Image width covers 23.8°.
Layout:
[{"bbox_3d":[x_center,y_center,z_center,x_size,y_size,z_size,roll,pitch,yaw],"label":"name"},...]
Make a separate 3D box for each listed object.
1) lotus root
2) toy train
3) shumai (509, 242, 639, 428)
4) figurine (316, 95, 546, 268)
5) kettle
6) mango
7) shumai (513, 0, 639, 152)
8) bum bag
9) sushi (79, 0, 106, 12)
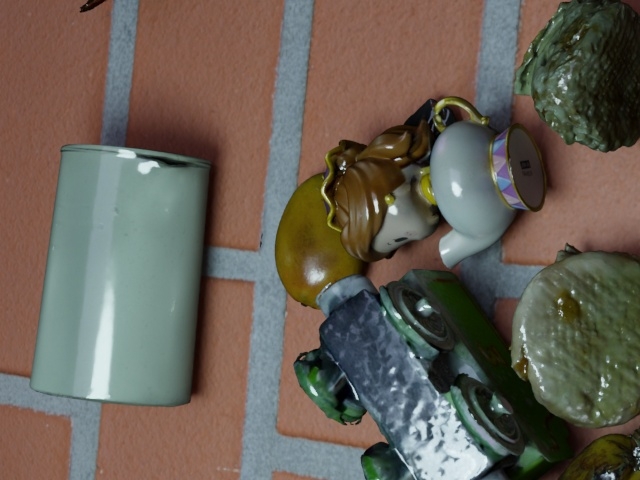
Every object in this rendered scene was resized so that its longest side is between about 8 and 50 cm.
[{"bbox_3d":[0.299,0.290,1.607,0.120,0.120,0.209,39,106,28],"label":"lotus root"},{"bbox_3d":[0.125,0.172,1.645,0.173,0.249,0.307,-43,67,20],"label":"toy train"},{"bbox_3d":[0.283,0.100,1.627,0.201,0.120,0.201,1,84,-11],"label":"shumai"},{"bbox_3d":[0.116,-0.058,1.727,0.263,0.142,0.189,-12,84,30],"label":"figurine"},{"bbox_3d":[-0.252,0.042,1.951,0.205,0.265,0.318,5,90,1],"label":"kettle"},{"bbox_3d":[-0.004,0.004,1.836,0.111,0.089,0.163,-23,65,18],"label":"mango"},{"bbox_3d":[0.265,-0.184,1.620,0.142,0.184,0.184,14,95,39],"label":"shumai"},{"bbox_3d":[0.110,-0.120,1.798,0.124,0.034,0.058,-36,83,26],"label":"bum bag"},{"bbox_3d":[-0.287,-0.442,2.008,0.179,0.167,0.296,-14,86,9],"label":"sushi"}]
